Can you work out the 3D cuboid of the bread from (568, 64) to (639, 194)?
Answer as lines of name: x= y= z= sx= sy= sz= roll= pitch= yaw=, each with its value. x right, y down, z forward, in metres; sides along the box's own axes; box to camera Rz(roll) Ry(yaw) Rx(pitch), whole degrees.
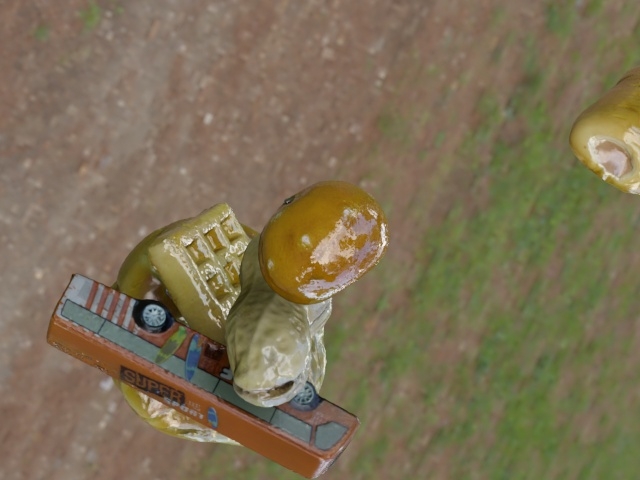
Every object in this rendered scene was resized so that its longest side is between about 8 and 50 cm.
bread: x=0.433 y=-0.158 z=2.012 sx=0.305 sy=0.142 sz=0.091 roll=-37 pitch=159 yaw=-56

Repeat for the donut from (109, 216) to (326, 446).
donut: x=-0.152 y=0.143 z=2.285 sx=0.360 sy=0.360 sz=0.170 roll=-61 pitch=-161 yaw=-8

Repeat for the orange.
orange: x=0.000 y=0.000 z=1.719 sx=0.156 sy=0.124 sz=0.156 roll=-33 pitch=176 yaw=-3

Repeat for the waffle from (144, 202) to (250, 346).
waffle: x=-0.123 y=0.079 z=2.070 sx=0.055 sy=0.248 sz=0.221 roll=-29 pitch=-175 yaw=21

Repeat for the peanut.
peanut: x=-0.052 y=0.094 z=1.880 sx=0.290 sy=0.130 sz=0.130 roll=-77 pitch=178 yaw=-50

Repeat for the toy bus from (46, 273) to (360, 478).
toy bus: x=-0.148 y=0.171 z=1.913 sx=0.092 sy=0.408 sz=0.093 roll=-63 pitch=-179 yaw=-32
